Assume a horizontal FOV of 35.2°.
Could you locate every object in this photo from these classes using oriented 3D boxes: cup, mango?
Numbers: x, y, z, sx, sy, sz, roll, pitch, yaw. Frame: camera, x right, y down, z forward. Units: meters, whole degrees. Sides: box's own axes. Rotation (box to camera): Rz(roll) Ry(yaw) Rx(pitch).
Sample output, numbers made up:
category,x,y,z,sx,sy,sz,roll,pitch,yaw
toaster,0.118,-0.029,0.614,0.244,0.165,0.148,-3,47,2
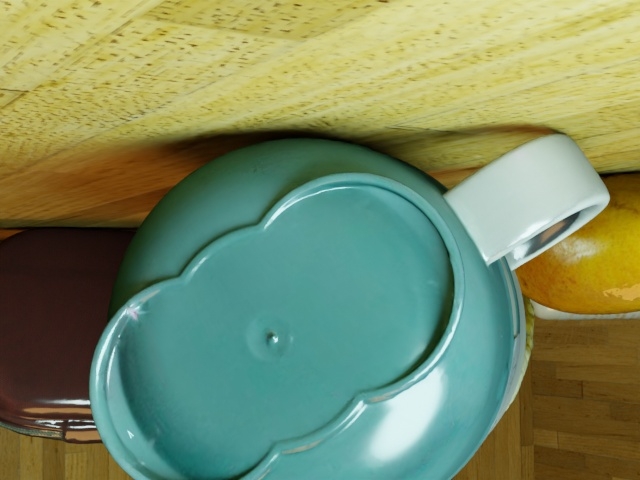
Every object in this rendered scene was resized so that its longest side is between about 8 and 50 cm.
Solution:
category,x,y,z,sx,sy,sz,roll,pitch,yaw
cup,0.033,0.036,0.590,0.290,0.219,0.257,-32,170,10
mango,0.226,0.004,0.741,0.141,0.102,0.217,7,171,-38

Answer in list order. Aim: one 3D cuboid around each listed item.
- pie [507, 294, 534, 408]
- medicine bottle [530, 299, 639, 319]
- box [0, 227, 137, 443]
category,x,y,z,sx,sy,sz,roll,pitch,yaw
pie,0.031,0.084,0.898,0.315,0.092,0.315,-2,-142,2
medicine bottle,0.257,0.026,1.044,0.252,0.114,0.114,-1,176,3
box,-0.193,0.106,1.142,0.404,0.263,0.108,5,144,-15
